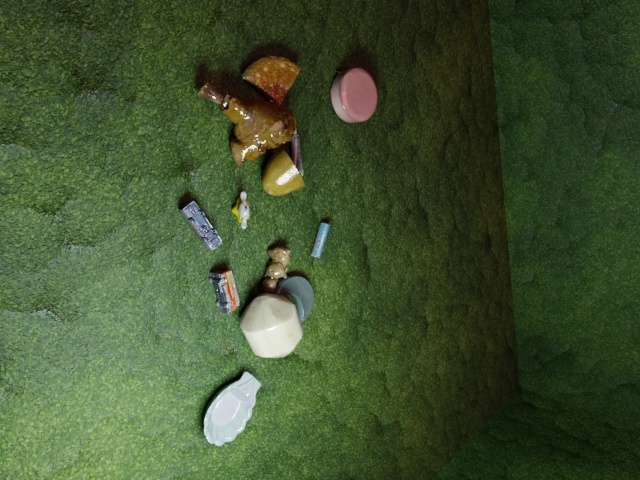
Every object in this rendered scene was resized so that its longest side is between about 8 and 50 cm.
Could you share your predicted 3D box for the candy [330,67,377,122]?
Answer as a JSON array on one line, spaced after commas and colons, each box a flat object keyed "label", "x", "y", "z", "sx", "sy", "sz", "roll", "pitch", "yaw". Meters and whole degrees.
[{"label": "candy", "x": 0.154, "y": -0.674, "z": 2.161, "sx": 0.255, "sy": 0.094, "sz": 0.256, "roll": -6, "pitch": 100, "yaw": -40}]

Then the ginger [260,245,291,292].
[{"label": "ginger", "x": -0.192, "y": 0.122, "z": 1.970, "sx": 0.104, "sy": 0.080, "sz": 0.204, "roll": 15, "pitch": 83, "yaw": -2}]

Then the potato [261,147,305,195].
[{"label": "potato", "x": -0.168, "y": -0.257, "z": 1.895, "sx": 0.158, "sy": 0.203, "sz": 0.178, "roll": -35, "pitch": 92, "yaw": -7}]

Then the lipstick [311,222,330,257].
[{"label": "lipstick", "x": 0.000, "y": 0.000, "z": 2.140, "sx": 0.048, "sy": 0.048, "sz": 0.158, "roll": 23, "pitch": 80, "yaw": -40}]

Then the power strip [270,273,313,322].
[{"label": "power strip", "x": -0.117, "y": 0.233, "z": 2.065, "sx": 0.168, "sy": 0.054, "sz": 0.253, "roll": -52, "pitch": 125, "yaw": -27}]

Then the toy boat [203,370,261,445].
[{"label": "toy boat", "x": -0.365, "y": 0.663, "z": 1.871, "sx": 0.290, "sy": 0.100, "sz": 0.199, "roll": -51, "pitch": 125, "yaw": -23}]

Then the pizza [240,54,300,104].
[{"label": "pizza", "x": -0.192, "y": -0.644, "z": 1.893, "sx": 0.292, "sy": 0.058, "sz": 0.198, "roll": -26, "pitch": 112, "yaw": -34}]

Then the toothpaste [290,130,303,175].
[{"label": "toothpaste", "x": -0.106, "y": -0.380, "z": 2.013, "sx": 0.061, "sy": 0.037, "sz": 0.217, "roll": -19, "pitch": 111, "yaw": -38}]

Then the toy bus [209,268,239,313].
[{"label": "toy bus", "x": -0.371, "y": 0.195, "z": 1.829, "sx": 0.077, "sy": 0.079, "sz": 0.175, "roll": -29, "pitch": 114, "yaw": -45}]

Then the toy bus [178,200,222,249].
[{"label": "toy bus", "x": -0.445, "y": -0.054, "z": 1.732, "sx": 0.064, "sy": 0.075, "sz": 0.191, "roll": -45, "pitch": 121, "yaw": -29}]

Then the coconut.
[{"label": "coconut", "x": -0.200, "y": 0.331, "z": 1.887, "sx": 0.237, "sy": 0.237, "sz": 0.266, "roll": -35, "pitch": 115, "yaw": -32}]

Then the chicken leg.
[{"label": "chicken leg", "x": -0.292, "y": -0.435, "z": 1.779, "sx": 0.409, "sy": 0.182, "sz": 0.295, "roll": 25, "pitch": 95, "yaw": -36}]

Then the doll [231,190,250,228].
[{"label": "doll", "x": -0.304, "y": -0.127, "z": 1.822, "sx": 0.071, "sy": 0.113, "sz": 0.136, "roll": -2, "pitch": 118, "yaw": -21}]
